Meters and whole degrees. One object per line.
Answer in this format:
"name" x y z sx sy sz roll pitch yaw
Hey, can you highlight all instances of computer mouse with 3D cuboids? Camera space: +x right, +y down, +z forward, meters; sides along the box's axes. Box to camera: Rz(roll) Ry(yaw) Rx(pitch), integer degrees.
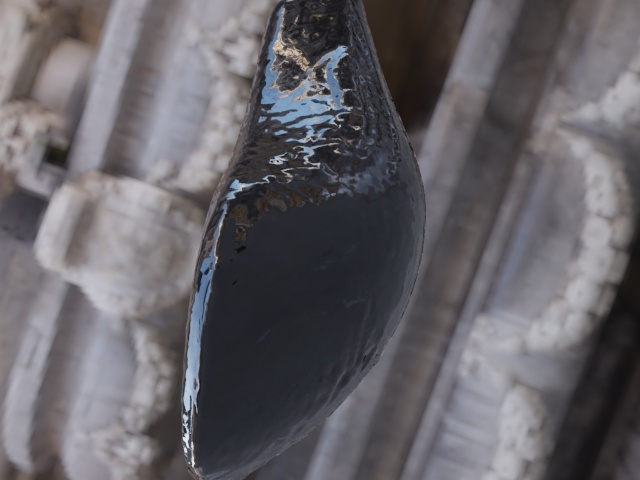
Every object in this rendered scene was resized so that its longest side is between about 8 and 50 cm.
"computer mouse" 0.000 0.000 0.700 0.264 0.088 0.147 -83 -1 -50
